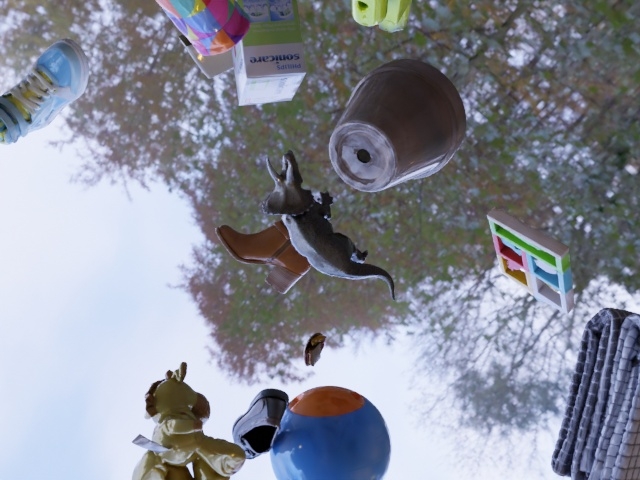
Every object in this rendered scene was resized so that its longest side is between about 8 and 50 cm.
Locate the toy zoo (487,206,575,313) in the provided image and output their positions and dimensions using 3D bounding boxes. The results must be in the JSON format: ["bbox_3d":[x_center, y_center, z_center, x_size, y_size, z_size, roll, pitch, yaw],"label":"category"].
[{"bbox_3d":[0.478,0.059,1.558,0.192,0.030,0.293,37,166,37],"label":"toy zoo"}]

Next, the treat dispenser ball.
[{"bbox_3d":[0.023,0.488,1.632,0.288,0.288,0.288,24,-142,-20],"label":"treat dispenser ball"}]

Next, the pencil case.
[{"bbox_3d":[-0.191,-0.369,0.963,0.236,0.104,0.104,54,-164,-48],"label":"pencil case"}]

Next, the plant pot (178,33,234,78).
[{"bbox_3d":[-0.253,-0.442,1.614,0.109,0.109,0.096,53,168,55],"label":"plant pot"}]

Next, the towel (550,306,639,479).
[{"bbox_3d":[0.481,0.253,1.050,0.235,0.283,0.121,14,179,-36],"label":"towel"}]

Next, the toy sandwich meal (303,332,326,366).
[{"bbox_3d":[-0.010,0.257,1.630,0.029,0.085,0.085,17,-157,33],"label":"toy sandwich meal"}]

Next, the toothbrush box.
[{"bbox_3d":[-0.117,-0.434,1.375,0.122,0.206,0.283,-9,-91,-11],"label":"toothbrush box"}]

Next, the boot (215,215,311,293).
[{"bbox_3d":[-0.138,-0.013,1.966,0.283,0.220,0.109,39,-170,10],"label":"boot"}]

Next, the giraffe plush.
[{"bbox_3d":[-0.238,0.309,1.153,0.210,0.181,0.170,60,-175,-37],"label":"giraffe plush"}]

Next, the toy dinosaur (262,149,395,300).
[{"bbox_3d":[0.000,0.000,1.195,0.313,0.121,0.160,57,-159,3],"label":"toy dinosaur"}]

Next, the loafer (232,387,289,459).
[{"bbox_3d":[-0.139,0.420,1.509,0.096,0.267,0.084,14,-136,-12],"label":"loafer"}]

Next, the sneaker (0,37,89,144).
[{"bbox_3d":[-0.680,-0.330,1.620,0.127,0.319,0.208,46,-142,-8],"label":"sneaker"}]

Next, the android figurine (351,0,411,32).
[{"bbox_3d":[0.108,-0.363,0.776,0.056,0.273,0.248,27,-105,11],"label":"android figurine"}]

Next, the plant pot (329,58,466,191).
[{"bbox_3d":[0.172,-0.266,1.763,0.323,0.323,0.280,41,-137,4],"label":"plant pot"}]
